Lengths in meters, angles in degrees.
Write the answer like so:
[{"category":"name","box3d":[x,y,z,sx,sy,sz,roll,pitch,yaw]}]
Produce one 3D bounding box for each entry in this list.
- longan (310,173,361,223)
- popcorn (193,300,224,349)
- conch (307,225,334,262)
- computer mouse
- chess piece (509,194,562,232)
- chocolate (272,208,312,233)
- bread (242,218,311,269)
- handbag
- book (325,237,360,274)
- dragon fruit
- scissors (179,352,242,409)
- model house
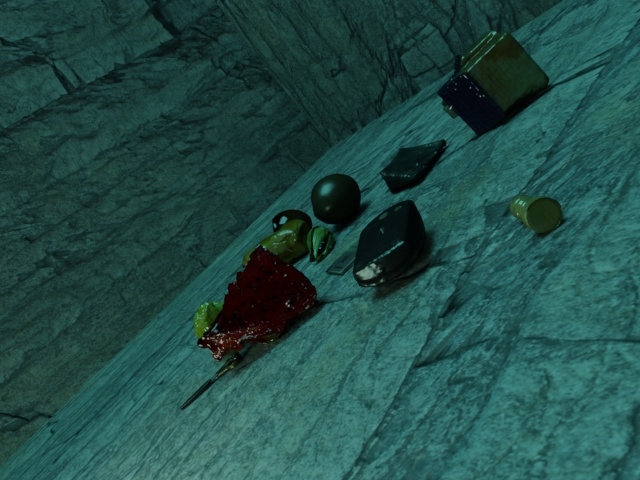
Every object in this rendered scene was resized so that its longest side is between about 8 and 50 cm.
[{"category":"longan","box3d":[0.056,-0.152,2.105,0.198,0.198,0.212,-39,11,1]},{"category":"popcorn","box3d":[-0.300,0.253,1.756,0.173,0.173,0.142,-42,-21,-12]},{"category":"conch","box3d":[0.000,0.002,1.973,0.094,0.080,0.201,-24,32,9]},{"category":"computer mouse","box3d":[0.172,0.014,1.363,0.170,0.100,0.269,-36,17,28]},{"category":"chess piece","box3d":[0.394,-0.055,1.062,0.066,0.066,0.122,-38,7,9]},{"category":"chocolate","box3d":[-0.113,-0.051,2.348,0.176,0.177,0.177,-37,12,10]},{"category":"bread","box3d":[-0.164,0.037,2.200,0.294,0.132,0.167,-34,7,29]},{"category":"handbag","box3d":[0.321,-0.262,1.977,0.175,0.089,0.270,-15,26,45]},{"category":"book","box3d":[0.099,0.037,1.696,0.181,0.014,0.127,-43,13,-16]},{"category":"dragon fruit","box3d":[-0.165,0.218,1.615,0.329,0.227,0.286,-56,-6,-14]},{"category":"scissors","box3d":[-0.310,0.397,1.616,0.220,0.017,0.088,-42,13,-8]},{"category":"model house","box3d":[0.528,-0.501,1.868,0.280,0.245,0.312,-45,10,15]}]
